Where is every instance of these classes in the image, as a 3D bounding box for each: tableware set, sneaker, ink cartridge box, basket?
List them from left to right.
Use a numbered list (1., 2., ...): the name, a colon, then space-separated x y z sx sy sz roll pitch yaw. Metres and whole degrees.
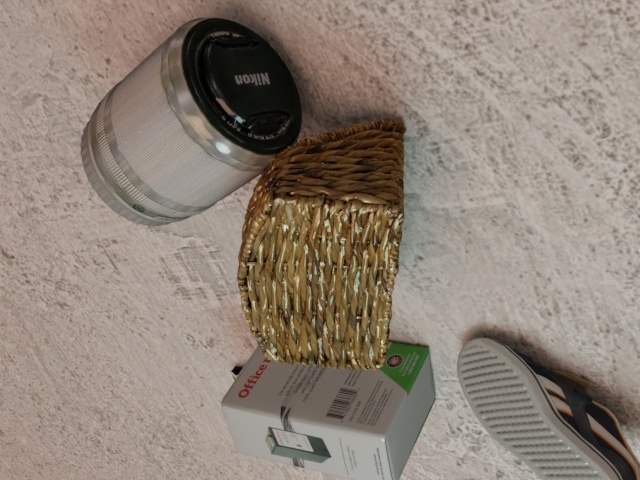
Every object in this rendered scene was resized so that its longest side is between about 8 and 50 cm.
1. sneaker: -0.122 0.248 1.659 0.109 0.040 0.043 -14 114 35
2. basket: 0.000 0.000 1.245 0.214 0.223 0.299 4 130 1
3. ink cartridge box: 0.017 0.262 1.479 0.289 0.211 0.121 7 128 26
4. sneaker: 0.342 0.270 1.354 0.321 0.127 0.126 50 128 29
5. tableware set: 0.389 0.277 1.414 0.141 0.020 0.168 33 133 4

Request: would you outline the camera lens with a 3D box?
1. camera lens: -0.179 -0.160 1.258 0.274 0.219 0.219 -29 107 40
